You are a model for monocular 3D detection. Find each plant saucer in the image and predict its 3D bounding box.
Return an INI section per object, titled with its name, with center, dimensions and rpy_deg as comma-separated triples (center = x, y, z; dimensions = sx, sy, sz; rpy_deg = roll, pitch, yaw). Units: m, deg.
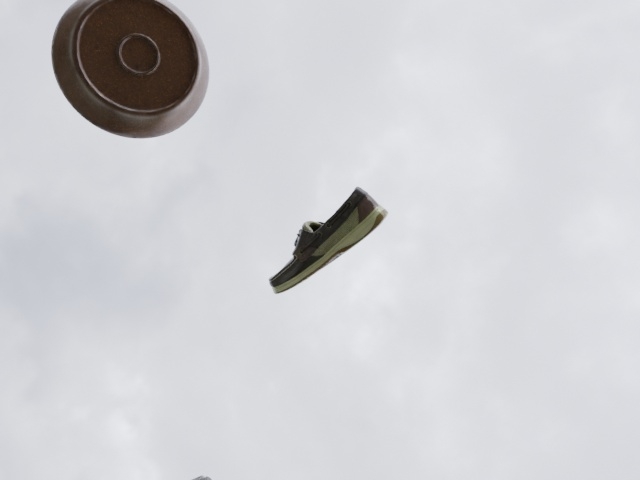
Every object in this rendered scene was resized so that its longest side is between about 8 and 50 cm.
[plant saucer]
center = -0.196, -0.194, 0.761
dimensions = 0.029, 0.169, 0.168
rpy_deg = -12, -100, 63

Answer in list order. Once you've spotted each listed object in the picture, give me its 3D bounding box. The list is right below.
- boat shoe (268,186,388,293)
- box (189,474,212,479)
[boat shoe]
center = 0.000, 0.000, 0.735
dimensions = 0.152, 0.056, 0.049
rpy_deg = -37, -89, 21
[box]
center = -0.270, 0.381, 0.599
dimensions = 0.395, 0.318, 0.097
rpy_deg = -31, -83, 34
